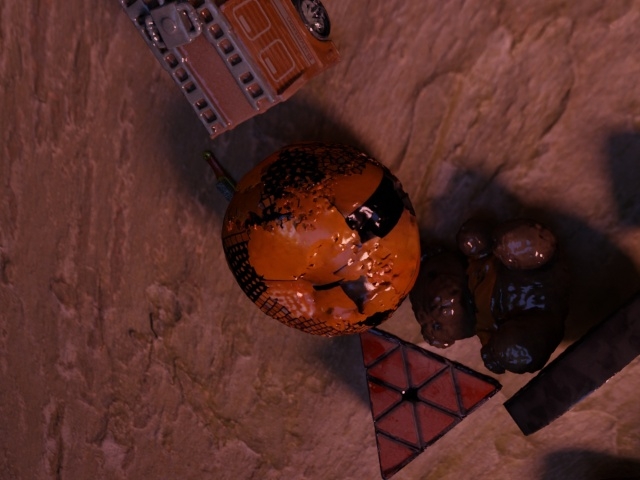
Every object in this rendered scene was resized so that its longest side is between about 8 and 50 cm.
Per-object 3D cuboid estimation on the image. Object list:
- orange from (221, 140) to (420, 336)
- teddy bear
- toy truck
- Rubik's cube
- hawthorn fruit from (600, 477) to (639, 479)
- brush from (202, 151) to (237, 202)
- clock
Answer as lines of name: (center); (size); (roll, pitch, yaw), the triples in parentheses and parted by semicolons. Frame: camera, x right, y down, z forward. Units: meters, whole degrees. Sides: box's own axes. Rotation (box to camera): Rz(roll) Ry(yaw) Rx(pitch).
orange: (0.000, 0.000, 0.758); (0.235, 0.182, 0.234); (8, 134, 8)
teddy bear: (0.189, 0.061, 0.763); (0.190, 0.140, 0.177); (-6, 91, 37)
toy truck: (-0.123, -0.259, 0.635); (0.136, 0.162, 0.305); (-19, 114, 34)
Rubik's cube: (0.108, 0.223, 0.965); (0.190, 0.211, 0.178); (56, 157, 21)
hawthorn fruit: (0.434, 0.386, 0.878); (0.172, 0.148, 0.148); (-13, 119, 10)
brush: (-0.129, -0.080, 0.862); (0.019, 0.021, 0.083); (-21, 113, 37)
clock: (0.286, 0.124, 0.704); (0.042, 0.215, 0.215); (50, 133, 19)
